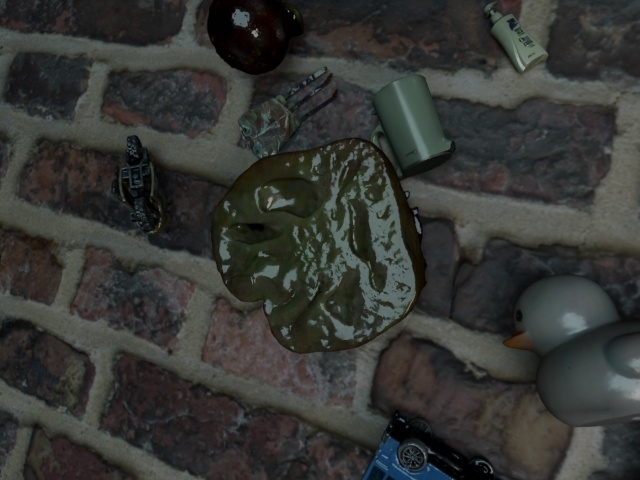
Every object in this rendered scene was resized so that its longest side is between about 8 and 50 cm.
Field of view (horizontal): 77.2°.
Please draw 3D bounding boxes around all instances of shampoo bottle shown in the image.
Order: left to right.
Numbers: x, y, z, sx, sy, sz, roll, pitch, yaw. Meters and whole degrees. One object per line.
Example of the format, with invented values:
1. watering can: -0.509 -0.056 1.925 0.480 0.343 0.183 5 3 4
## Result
1. shampoo bottle: 0.325 -0.352 0.689 0.049 0.034 0.141 -35 75 18

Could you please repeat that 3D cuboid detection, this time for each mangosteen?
1. mangosteen: -0.123 -0.412 0.772 0.184 0.172 0.172 -33 76 -8

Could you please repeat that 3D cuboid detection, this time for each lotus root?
1. lotus root: 0.000 0.000 0.708 0.391 0.111 0.374 32 98 18

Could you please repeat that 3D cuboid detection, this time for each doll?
1. doll: 0.391 0.139 0.557 0.251 0.221 0.220 -16 81 19

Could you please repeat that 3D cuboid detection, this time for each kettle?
1. kettle: 0.148 -0.190 0.698 0.127 0.098 0.147 -20 83 9

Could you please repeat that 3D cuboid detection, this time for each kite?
1. kite: -0.063 -0.256 0.814 0.230 0.016 0.127 -30 80 16

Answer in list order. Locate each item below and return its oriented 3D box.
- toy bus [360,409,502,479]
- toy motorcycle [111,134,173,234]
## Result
1. toy bus: 0.190 0.392 0.625 0.234 0.116 0.133 28 94 20
2. toy motorcycle: -0.376 -0.106 0.852 0.094 0.129 0.229 -15 66 -7
